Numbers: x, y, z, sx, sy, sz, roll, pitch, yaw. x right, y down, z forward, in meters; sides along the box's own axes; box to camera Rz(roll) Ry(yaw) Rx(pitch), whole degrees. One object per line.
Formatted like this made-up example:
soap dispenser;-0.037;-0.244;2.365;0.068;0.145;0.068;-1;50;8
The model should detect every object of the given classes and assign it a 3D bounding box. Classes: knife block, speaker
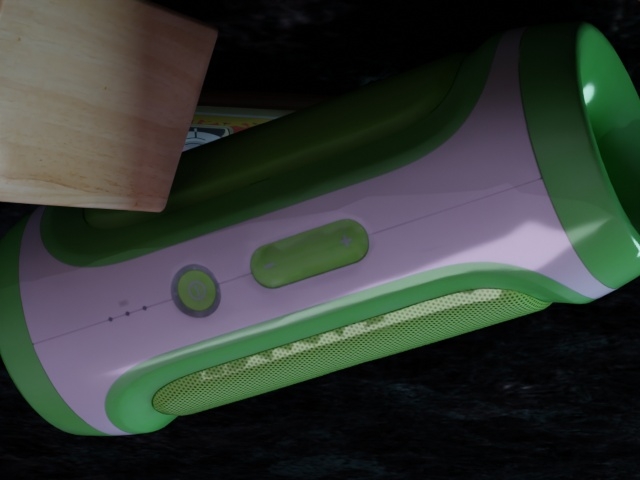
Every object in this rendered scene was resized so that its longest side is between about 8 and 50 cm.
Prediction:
knife block;-0.128;-0.063;0.689;0.275;0.088;0.242;15;-175;-29
speaker;0.000;0.000;0.877;0.296;0.131;0.131;-18;152;23

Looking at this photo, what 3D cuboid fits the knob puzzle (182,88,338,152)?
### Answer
knob puzzle;-0.036;-0.022;1.000;0.213;0.030;0.213;2;159;1
